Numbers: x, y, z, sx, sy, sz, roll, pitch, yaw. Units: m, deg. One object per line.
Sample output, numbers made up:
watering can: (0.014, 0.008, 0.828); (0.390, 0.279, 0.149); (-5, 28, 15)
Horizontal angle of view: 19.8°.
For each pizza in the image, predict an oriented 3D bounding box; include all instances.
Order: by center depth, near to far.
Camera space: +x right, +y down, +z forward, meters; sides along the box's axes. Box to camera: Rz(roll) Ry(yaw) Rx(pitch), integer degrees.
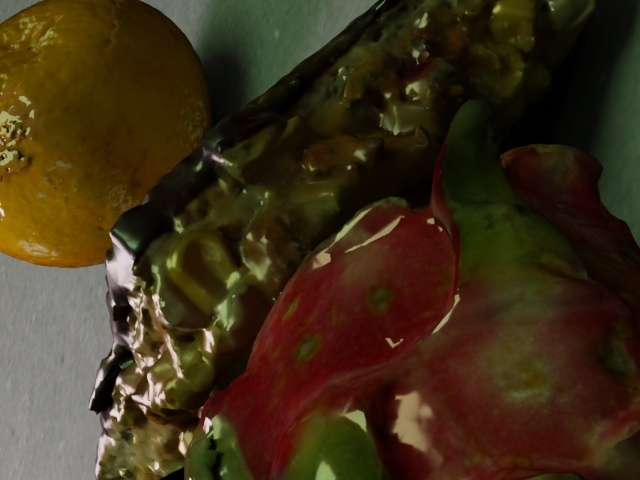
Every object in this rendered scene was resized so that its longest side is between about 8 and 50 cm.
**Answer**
pizza: (0.000, 0.000, 0.953); (0.409, 0.114, 0.278); (-54, -13, 12)

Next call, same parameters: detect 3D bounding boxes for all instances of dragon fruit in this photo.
dragon fruit: (0.072, 0.091, 0.736); (0.231, 0.237, 0.302); (-47, 20, 9)

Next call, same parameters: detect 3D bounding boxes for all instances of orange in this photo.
orange: (-0.186, -0.084, 1.397); (0.219, 0.193, 0.219); (-24, 18, 9)

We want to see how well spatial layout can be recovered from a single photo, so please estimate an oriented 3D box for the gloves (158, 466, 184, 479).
gloves: (-0.017, 0.202, 0.903); (0.164, 0.124, 0.203); (-13, 101, 44)
